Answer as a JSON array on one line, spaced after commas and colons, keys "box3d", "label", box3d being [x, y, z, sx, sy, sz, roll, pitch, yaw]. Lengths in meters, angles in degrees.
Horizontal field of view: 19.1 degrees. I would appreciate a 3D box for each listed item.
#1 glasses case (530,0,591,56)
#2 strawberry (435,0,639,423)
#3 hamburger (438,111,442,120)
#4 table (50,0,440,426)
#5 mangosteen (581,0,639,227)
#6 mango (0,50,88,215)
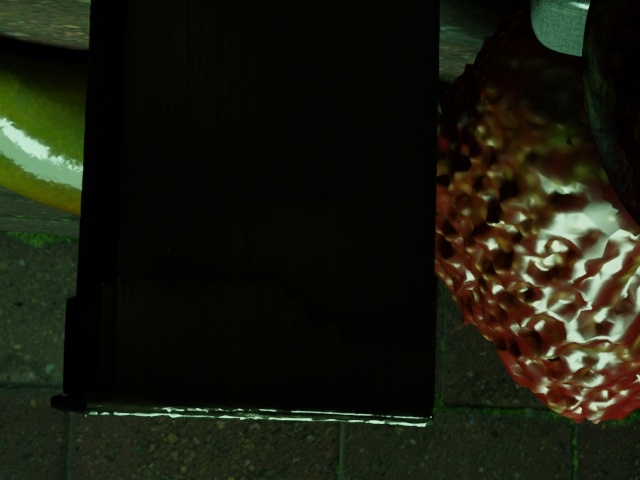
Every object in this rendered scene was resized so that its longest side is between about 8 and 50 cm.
[{"box3d": [0.274, -0.136, 1.004, 0.323, 0.074, 0.131, 2, 176, 6], "label": "glasses case"}, {"box3d": [0.198, -0.015, 1.225, 0.292, 0.292, 0.343, 1, 176, 13], "label": "strawberry"}, {"box3d": [0.000, 0.000, 1.604, 0.170, 0.290, 0.314, 36, 159, -16], "label": "hamburger"}, {"box3d": [-0.051, -0.033, 1.143, 0.196, 0.282, 0.250, 3, 175, -11], "label": "table"}, {"box3d": [0.262, -0.084, 0.862, 0.289, 0.231, 0.231, -10, -178, -32], "label": "mangosteen"}, {"box3d": [-0.183, -0.084, 1.522, 0.289, 0.129, 0.146, 12, 174, -29], "label": "mango"}]
